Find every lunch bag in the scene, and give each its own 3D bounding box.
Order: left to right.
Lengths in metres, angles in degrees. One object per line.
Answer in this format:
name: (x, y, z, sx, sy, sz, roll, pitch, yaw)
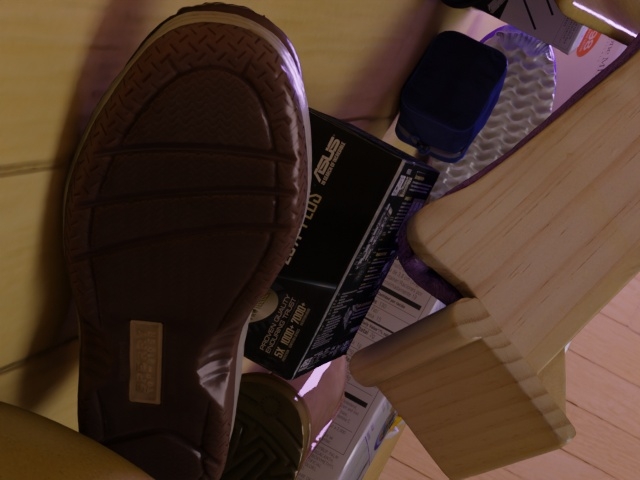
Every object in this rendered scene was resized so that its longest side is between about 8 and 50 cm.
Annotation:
lunch bag: (0.103, -0.110, 1.188, 0.098, 0.067, 0.065, -57, 169, -21)

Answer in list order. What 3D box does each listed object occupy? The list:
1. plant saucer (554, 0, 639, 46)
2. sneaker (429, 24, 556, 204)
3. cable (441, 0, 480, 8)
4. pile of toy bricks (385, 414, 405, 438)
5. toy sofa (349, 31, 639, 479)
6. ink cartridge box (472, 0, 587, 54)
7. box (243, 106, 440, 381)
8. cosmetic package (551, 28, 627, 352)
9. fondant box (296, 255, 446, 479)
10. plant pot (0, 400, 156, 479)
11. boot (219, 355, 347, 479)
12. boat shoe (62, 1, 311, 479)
plant saucer: (0.274, -0.305, 1.068, 0.333, 0.081, 0.332, -61, 157, 13)
sneaker: (0.159, -0.103, 1.445, 0.146, 0.102, 0.293, -76, 179, -52)
cable: (0.143, -0.249, 1.076, 0.184, 0.047, 0.150, -54, 167, -42)
pile of toy bricks: (0.092, 0.154, 1.826, 0.105, 0.118, 0.212, 3, 136, -49)
toy sofa: (0.183, -0.009, 1.058, 0.362, 0.177, 0.150, -40, -177, -31)
ink cartridge box: (0.215, -0.271, 1.237, 0.207, 0.097, 0.046, -66, 169, 24)
box: (0.000, 0.000, 0.928, 0.147, 0.077, 0.180, -63, 170, 6)
cosmetic package: (0.247, -0.070, 1.606, 0.377, 0.097, 0.284, -64, -163, -8)
fondant box: (0.015, 0.165, 1.413, 0.330, 0.096, 0.238, -59, 170, -12)
plant pot: (-0.103, 0.139, 0.601, 0.134, 0.095, 0.134, -169, -90, -86)
boot: (-0.040, 0.139, 1.108, 0.236, 0.089, 0.269, -55, 175, 29)
boat shoe: (-0.063, -0.002, 0.633, 0.095, 0.095, 0.257, -87, -168, -50)
